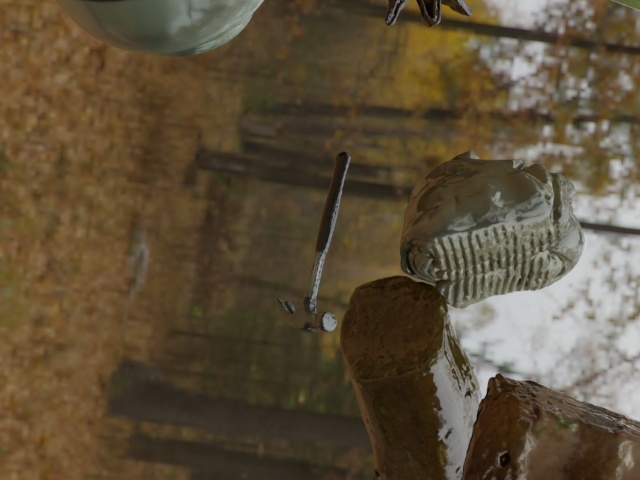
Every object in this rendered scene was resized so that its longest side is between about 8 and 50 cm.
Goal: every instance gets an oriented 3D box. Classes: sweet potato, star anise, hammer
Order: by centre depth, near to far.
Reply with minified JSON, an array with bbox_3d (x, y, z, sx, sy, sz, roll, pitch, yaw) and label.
[{"bbox_3d":[0.124,0.228,1.645,0.158,0.158,0.370,-90,164,-74],"label":"sweet potato"},{"bbox_3d":[0.150,-0.333,1.691,0.073,0.234,0.177,-143,-110,-83],"label":"star anise"},{"bbox_3d":[0.000,0.000,1.843,0.103,0.029,0.246,-2,-108,48],"label":"hammer"}]

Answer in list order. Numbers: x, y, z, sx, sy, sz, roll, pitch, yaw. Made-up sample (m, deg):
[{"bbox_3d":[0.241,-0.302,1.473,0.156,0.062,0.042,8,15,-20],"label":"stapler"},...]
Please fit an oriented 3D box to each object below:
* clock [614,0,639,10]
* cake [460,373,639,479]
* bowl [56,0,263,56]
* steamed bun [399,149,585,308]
[{"bbox_3d":[0.369,-0.396,1.368,0.308,0.096,0.235,116,-11,-46],"label":"clock"},{"bbox_3d":[0.266,0.253,1.253,0.196,0.293,0.199,24,81,-77],"label":"cake"},{"bbox_3d":[-0.195,-0.374,1.876,0.185,0.354,0.354,68,20,-46],"label":"bowl"},{"bbox_3d":[0.189,-0.026,1.619,0.211,0.218,0.144,72,1,-58],"label":"steamed bun"}]
